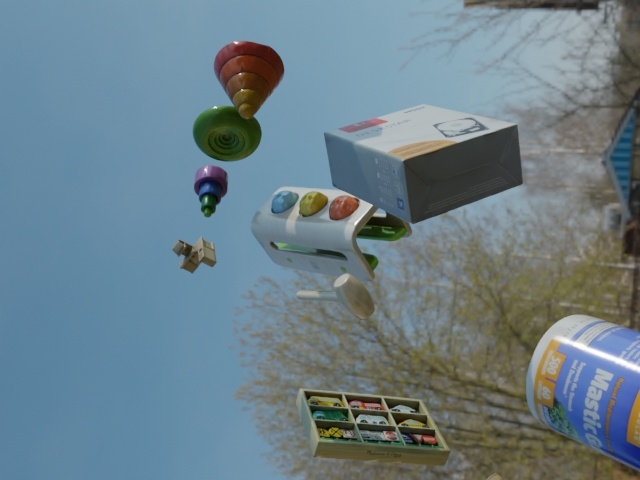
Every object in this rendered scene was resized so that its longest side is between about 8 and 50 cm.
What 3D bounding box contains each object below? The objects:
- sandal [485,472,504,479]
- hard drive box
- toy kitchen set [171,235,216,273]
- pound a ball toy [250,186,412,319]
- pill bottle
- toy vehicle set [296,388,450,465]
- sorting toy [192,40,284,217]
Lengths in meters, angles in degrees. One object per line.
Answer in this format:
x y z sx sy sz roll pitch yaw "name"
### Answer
0.280 0.453 1.281 0.088 0.079 0.240 -34 -30 -15 "sandal"
0.138 -0.116 1.120 0.181 0.232 0.089 -19 -68 -21 "hard drive box"
-0.272 0.039 1.668 0.068 0.083 0.075 29 -157 -29 "toy kitchen set"
0.000 0.000 1.372 0.208 0.319 0.136 -48 -57 -26 "pound a ball toy"
0.385 0.191 0.907 0.152 0.272 0.152 -10 -73 -34 "pill bottle"
0.097 0.355 1.519 0.166 0.266 0.035 -120 42 -61 "toy vehicle set"
-0.162 -0.171 1.410 0.366 0.127 0.126 118 158 -45 "sorting toy"
